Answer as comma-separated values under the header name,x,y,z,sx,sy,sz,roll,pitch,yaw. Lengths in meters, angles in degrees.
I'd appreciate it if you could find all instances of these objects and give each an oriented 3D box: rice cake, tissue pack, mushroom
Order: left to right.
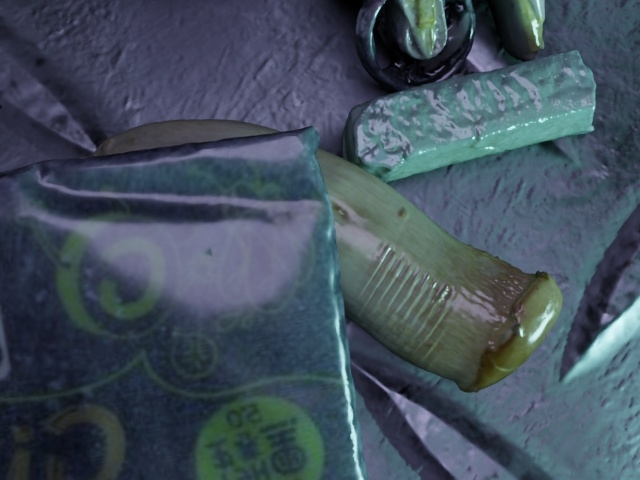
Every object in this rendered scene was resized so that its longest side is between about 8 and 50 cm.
name,x,y,z,sx,sy,sz,roll,pitch,yaw
tissue pack,-0.114,0.147,0.416,0.288,0.124,0.394,-9,95,0
mushroom,0.000,0.000,0.505,0.351,0.095,0.123,24,98,3
rice cake,0.115,-0.094,0.535,0.206,0.069,0.063,-15,82,-3

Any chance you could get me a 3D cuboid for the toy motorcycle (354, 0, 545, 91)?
name,x,y,z,sx,sy,sz,roll,pitch,yaw
toy motorcycle,0.092,-0.278,0.479,0.223,0.108,0.341,-19,120,-5
